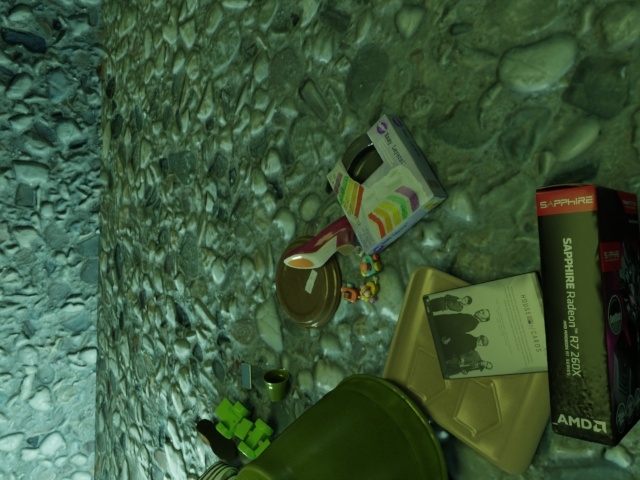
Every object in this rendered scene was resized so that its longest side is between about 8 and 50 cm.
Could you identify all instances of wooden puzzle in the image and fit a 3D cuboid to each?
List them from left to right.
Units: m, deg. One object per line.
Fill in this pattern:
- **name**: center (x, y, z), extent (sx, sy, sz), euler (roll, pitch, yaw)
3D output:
- **wooden puzzle**: center (0.319, 0.255, 0.989), extent (0.348, 0.080, 0.322), euler (24, 108, 38)

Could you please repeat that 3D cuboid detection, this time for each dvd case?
- **dvd case**: center (0.326, 0.171, 0.905), extent (0.239, 0.029, 0.179), euler (-20, 78, 40)

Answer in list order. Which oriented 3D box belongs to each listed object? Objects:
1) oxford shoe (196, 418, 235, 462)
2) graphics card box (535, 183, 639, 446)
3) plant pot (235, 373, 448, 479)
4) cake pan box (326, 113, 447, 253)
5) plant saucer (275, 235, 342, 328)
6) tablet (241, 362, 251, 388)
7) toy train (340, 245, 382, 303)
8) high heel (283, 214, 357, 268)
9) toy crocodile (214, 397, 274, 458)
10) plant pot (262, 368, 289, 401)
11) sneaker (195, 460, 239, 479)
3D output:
- **oxford shoe**: center (-0.379, 0.752, 1.733), extent (0.212, 0.076, 0.076), euler (30, 141, 39)
- **graphics card box**: center (0.441, 0.102, 0.743), extent (0.094, 0.233, 0.371), euler (-4, 87, 46)
- **plant pot**: center (0.022, 0.527, 1.009), extent (0.366, 0.353, 0.366), euler (12, 107, 45)
- **cake pan box**: center (0.152, -0.140, 1.158), extent (0.246, 0.070, 0.267), euler (-41, 62, 36)
- **plant saucer**: center (-0.048, 0.124, 1.388), extent (0.278, 0.041, 0.278), euler (0, 89, 45)
- **tablet**: center (-0.260, 0.475, 1.635), extent (0.054, 0.006, 0.083), euler (-5, 86, 46)
- **toy train**: center (0.099, 0.102, 1.229), extent (0.125, 0.046, 0.166), euler (24, 108, 43)
- **high heel**: center (0.000, 0.000, 1.287), extent (0.244, 0.082, 0.117), euler (-23, 46, 37)
- **toy crocodile**: center (-0.246, 0.638, 1.562), extent (0.340, 0.105, 0.115), euler (17, 61, 45)
- **plant pot**: center (-0.139, 0.460, 1.465), extent (0.083, 0.083, 0.079), euler (17, 114, 45)
- **sneaker**: center (-0.357, 1.013, 1.662), extent (0.257, 0.169, 0.447), euler (7, 88, 54)
